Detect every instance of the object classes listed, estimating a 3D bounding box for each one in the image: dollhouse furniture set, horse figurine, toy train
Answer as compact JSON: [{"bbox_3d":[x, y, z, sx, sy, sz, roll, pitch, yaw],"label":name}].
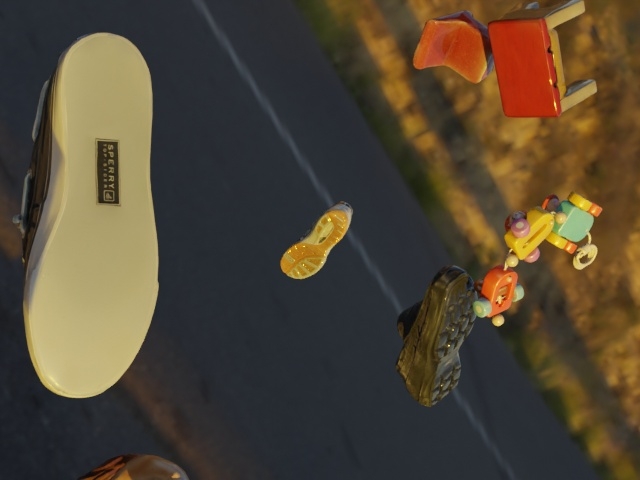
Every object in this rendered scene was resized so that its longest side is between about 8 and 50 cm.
[{"bbox_3d":[0.119,-0.295,1.373,0.152,0.201,0.374,-32,116,-42],"label":"dollhouse furniture set"},{"bbox_3d":[-0.168,0.292,1.428,0.263,0.174,0.066,39,-21,40],"label":"horse figurine"},{"bbox_3d":[0.216,0.009,1.442,0.046,0.166,0.125,39,-39,36],"label":"toy train"}]

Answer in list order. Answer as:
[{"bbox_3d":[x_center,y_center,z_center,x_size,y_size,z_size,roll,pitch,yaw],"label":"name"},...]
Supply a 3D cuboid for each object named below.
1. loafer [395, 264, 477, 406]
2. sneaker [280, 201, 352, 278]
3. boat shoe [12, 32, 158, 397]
[{"bbox_3d":[0.116,0.098,1.522,0.078,0.076,0.223,40,-30,24],"label":"loafer"},{"bbox_3d":[0.000,0.000,1.187,0.032,0.083,0.037,44,30,-5],"label":"sneaker"},{"bbox_3d":[-0.208,-0.019,1.193,0.105,0.113,0.306,-16,-105,60],"label":"boat shoe"}]
